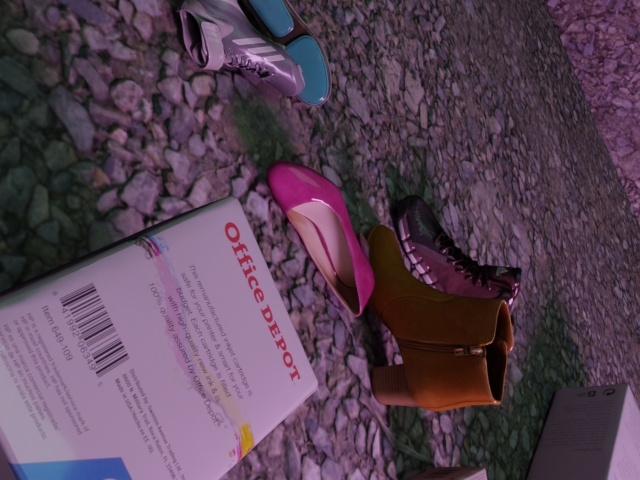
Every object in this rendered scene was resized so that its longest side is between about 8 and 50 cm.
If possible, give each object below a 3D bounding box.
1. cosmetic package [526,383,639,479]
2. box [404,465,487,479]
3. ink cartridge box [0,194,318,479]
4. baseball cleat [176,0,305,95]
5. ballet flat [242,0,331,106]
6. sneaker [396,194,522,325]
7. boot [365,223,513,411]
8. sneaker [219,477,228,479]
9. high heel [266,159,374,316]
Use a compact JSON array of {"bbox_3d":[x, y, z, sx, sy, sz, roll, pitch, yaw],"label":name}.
[{"bbox_3d":[0.522,0.509,1.285,0.453,0.162,0.230,-44,111,-48],"label":"cosmetic package"},{"bbox_3d":[0.202,0.478,0.966,0.113,0.094,0.275,5,74,-49],"label":"box"},{"bbox_3d":[-0.178,0.112,0.556,0.270,0.197,0.198,-32,101,-50],"label":"ink cartridge box"},{"bbox_3d":[-0.109,-0.245,0.886,0.206,0.072,0.109,42,64,-30],"label":"baseball cleat"},{"bbox_3d":[-0.045,-0.298,0.973,0.213,0.072,0.068,59,10,-21],"label":"ballet flat"},{"bbox_3d":[0.250,0.035,1.127,0.106,0.163,0.281,-42,110,-49],"label":"sneaker"},{"bbox_3d":[0.170,0.097,0.970,0.104,0.211,0.294,18,63,-47],"label":"boot"},{"bbox_3d":[-0.180,0.304,0.545,0.321,0.128,0.126,-41,110,-47],"label":"sneaker"},{"bbox_3d":[0.000,0.000,0.906,0.244,0.082,0.117,53,31,-42],"label":"high heel"}]
